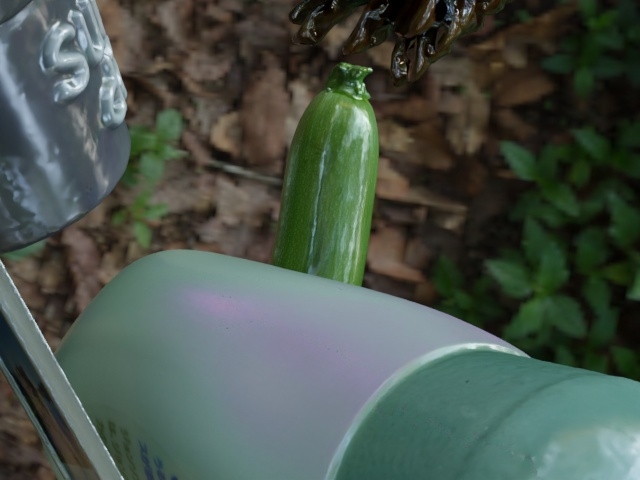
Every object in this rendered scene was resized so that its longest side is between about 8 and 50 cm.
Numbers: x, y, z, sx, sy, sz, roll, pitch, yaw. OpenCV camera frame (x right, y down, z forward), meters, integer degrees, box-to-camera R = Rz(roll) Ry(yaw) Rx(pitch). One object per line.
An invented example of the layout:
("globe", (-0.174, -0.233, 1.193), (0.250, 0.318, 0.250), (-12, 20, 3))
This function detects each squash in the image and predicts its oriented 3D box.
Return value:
("squash", (0.000, 0.000, 1.977), (0.107, 0.107, 0.395), (10, 92, -34))

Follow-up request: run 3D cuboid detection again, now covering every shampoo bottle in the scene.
("shampoo bottle", (0.027, 0.108, 0.781), (0.151, 0.349, 0.222), (-48, 120, -20))

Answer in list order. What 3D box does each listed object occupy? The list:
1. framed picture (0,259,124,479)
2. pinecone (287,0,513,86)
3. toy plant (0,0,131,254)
("framed picture", (-0.112, 0.055, 0.708), (0.011, 0.149, 0.109), (-31, 92, -15))
("pinecone", (0.073, -0.328, 1.483), (0.398, 0.398, 0.397), (-5, 99, -33))
("toy plant", (-0.230, -0.191, 0.981), (0.279, 0.185, 0.400), (-56, 141, -39))
